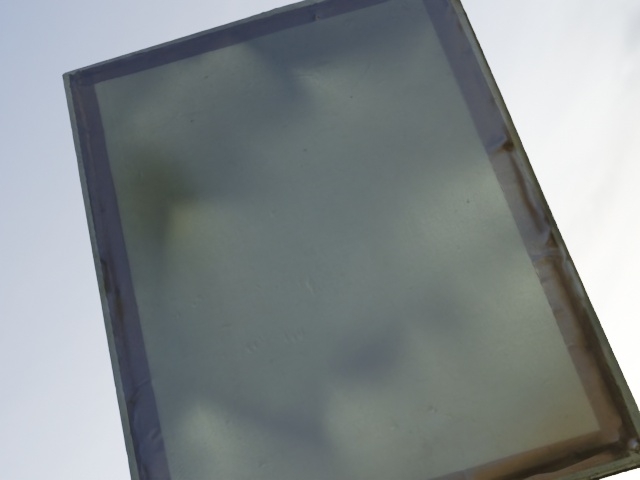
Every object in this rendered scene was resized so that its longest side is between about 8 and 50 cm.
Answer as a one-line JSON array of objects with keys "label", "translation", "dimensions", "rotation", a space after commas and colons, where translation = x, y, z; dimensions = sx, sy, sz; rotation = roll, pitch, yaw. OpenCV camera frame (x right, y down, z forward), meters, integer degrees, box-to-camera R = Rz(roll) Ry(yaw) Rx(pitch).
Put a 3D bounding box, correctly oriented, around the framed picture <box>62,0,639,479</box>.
[{"label": "framed picture", "translation": [0.000, 0.000, 0.429], "dimensions": [0.173, 0.231, 0.010], "rotation": [-16, -31, 1]}]
